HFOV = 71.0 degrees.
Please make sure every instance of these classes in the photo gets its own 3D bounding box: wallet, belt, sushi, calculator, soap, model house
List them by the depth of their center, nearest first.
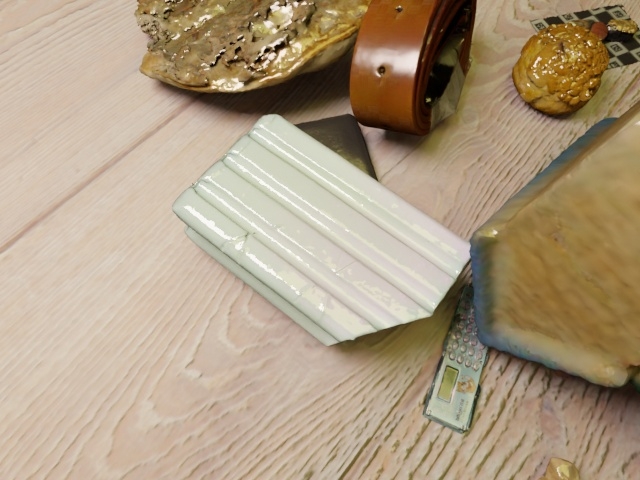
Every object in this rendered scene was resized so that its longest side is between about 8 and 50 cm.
[{"bbox_3d":[0.389,0.036,0.433,0.334,0.342,0.382,-35,76,-26],"label":"model house"},{"bbox_3d":[0.000,0.000,0.511,0.289,0.095,0.173,35,69,12],"label":"soap"},{"bbox_3d":[0.174,0.136,0.535,0.057,0.018,0.172,23,68,7],"label":"calculator"},{"bbox_3d":[0.023,-0.060,0.603,0.124,0.025,0.244,-14,68,-8],"label":"wallet"},{"bbox_3d":[0.135,-0.255,0.611,0.105,0.184,0.261,13,54,26],"label":"belt"},{"bbox_3d":[0.484,-0.359,0.771,0.201,0.031,0.139,-16,68,-11],"label":"sushi"}]

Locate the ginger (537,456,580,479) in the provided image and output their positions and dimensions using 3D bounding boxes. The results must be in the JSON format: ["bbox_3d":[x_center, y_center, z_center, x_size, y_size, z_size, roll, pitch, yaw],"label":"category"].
[{"bbox_3d":[0.214,0.304,0.450,0.173,0.051,0.069,-40,80,-24],"label":"ginger"}]

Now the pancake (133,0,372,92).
[{"bbox_3d":[-0.106,-0.353,0.652,0.382,0.071,0.382,-7,62,12],"label":"pancake"}]

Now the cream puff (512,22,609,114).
[{"bbox_3d":[0.367,-0.267,0.681,0.126,0.103,0.144,18,60,5],"label":"cream puff"}]
